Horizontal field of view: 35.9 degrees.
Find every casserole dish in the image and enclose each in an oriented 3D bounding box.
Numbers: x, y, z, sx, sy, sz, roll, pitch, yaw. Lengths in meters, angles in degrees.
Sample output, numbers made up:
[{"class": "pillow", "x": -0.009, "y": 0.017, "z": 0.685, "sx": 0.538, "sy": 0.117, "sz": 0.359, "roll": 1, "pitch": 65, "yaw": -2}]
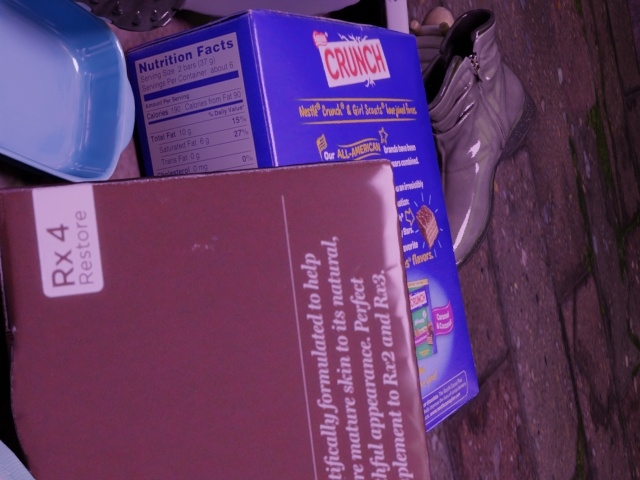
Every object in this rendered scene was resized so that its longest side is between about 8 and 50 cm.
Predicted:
[{"class": "casserole dish", "x": -0.177, "y": -0.097, "z": 0.549, "sx": 0.188, "sy": 0.037, "sz": 0.114, "roll": 27, "pitch": 59, "yaw": -56}]

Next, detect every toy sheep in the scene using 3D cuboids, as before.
[{"class": "toy sheep", "x": 0.121, "y": -0.185, "z": 1.058, "sx": 0.091, "sy": 0.091, "sz": 0.132, "roll": 14, "pitch": 84, "yaw": -59}]

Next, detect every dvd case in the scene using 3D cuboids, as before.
[{"class": "dvd case", "x": 0.067, "y": -0.236, "z": 0.956, "sx": 0.180, "sy": 0.022, "sz": 0.253, "roll": 69, "pitch": 17, "yaw": -82}]

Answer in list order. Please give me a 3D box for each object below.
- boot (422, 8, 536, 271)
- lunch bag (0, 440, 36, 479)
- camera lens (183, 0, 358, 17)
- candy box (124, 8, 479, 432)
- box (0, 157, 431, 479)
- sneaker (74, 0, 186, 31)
[{"class": "boot", "x": 0.126, "y": -0.098, "z": 0.993, "sx": 0.161, "sy": 0.083, "sz": 0.246, "roll": 43, "pitch": 68, "yaw": -49}, {"class": "lunch bag", "x": -0.185, "y": 0.212, "z": 0.295, "sx": 0.223, "sy": 0.160, "sz": 0.262, "roll": -10, "pitch": 128, "yaw": -62}, {"class": "camera lens", "x": -0.042, "y": -0.315, "z": 0.658, "sx": 0.219, "sy": 0.219, "sz": 0.274, "roll": 24, "pitch": 62, "yaw": -57}, {"class": "candy box", "x": 0.000, "y": 0.000, "z": 0.752, "sx": 0.268, "sy": 0.122, "sz": 0.317, "roll": -13, "pitch": 95, "yaw": -60}, {"class": "box", "x": -0.063, "y": 0.060, "z": 0.489, "sx": 0.203, "sy": 0.167, "sz": 0.168, "roll": 166, "pitch": -82, "yaw": -75}, {"class": "sneaker", "x": -0.164, "y": -0.203, "z": 0.529, "sx": 0.078, "sy": 0.106, "sz": 0.234, "roll": -51, "pitch": 135, "yaw": 3}]
